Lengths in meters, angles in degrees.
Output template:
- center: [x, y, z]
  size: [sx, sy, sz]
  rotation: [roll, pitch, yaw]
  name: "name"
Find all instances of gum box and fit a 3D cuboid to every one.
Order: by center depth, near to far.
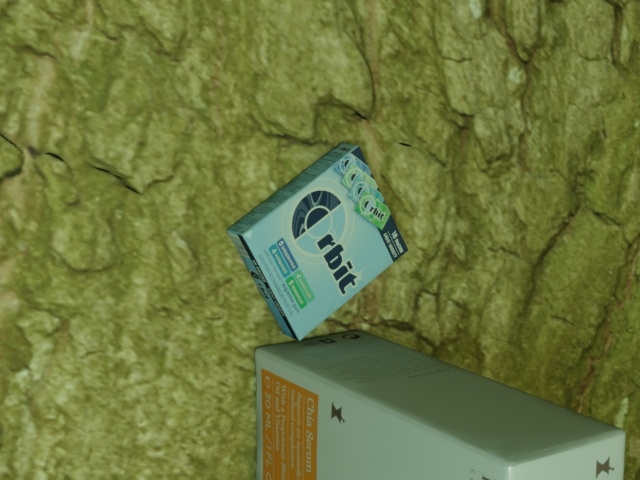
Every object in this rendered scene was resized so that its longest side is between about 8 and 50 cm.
- center: [0.000, 0.000, 1.565]
  size: [0.184, 0.041, 0.157]
  rotation: [-39, 118, -21]
  name: "gum box"

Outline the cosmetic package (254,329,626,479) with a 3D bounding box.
- center: [0.108, 0.263, 1.441]
  size: [0.161, 0.453, 0.230]
  rotation: [-7, 103, -33]
  name: "cosmetic package"
